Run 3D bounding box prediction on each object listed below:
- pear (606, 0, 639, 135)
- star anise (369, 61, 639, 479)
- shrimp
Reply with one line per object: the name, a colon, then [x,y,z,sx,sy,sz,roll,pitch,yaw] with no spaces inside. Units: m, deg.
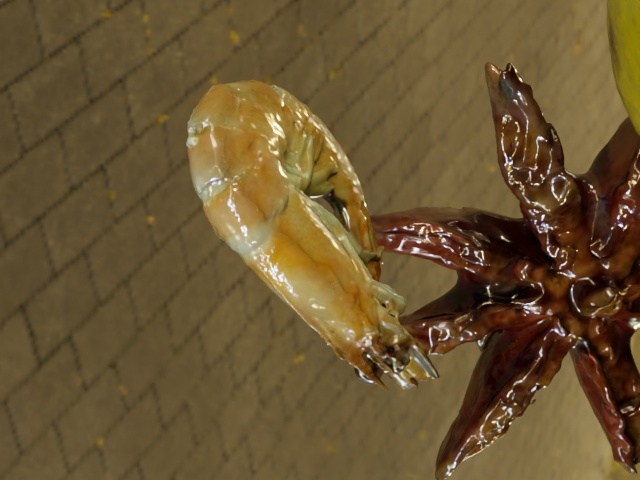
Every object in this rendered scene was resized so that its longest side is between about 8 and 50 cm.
pear: [0.222,-0.135,0.345,0.285,0.285,0.336,-56,172,-40]
star anise: [0.142,0.021,0.761,0.088,0.288,0.288,-94,-177,-64]
shrimp: [0.000,0.000,0.643,0.180,0.041,0.099,54,37,-11]
